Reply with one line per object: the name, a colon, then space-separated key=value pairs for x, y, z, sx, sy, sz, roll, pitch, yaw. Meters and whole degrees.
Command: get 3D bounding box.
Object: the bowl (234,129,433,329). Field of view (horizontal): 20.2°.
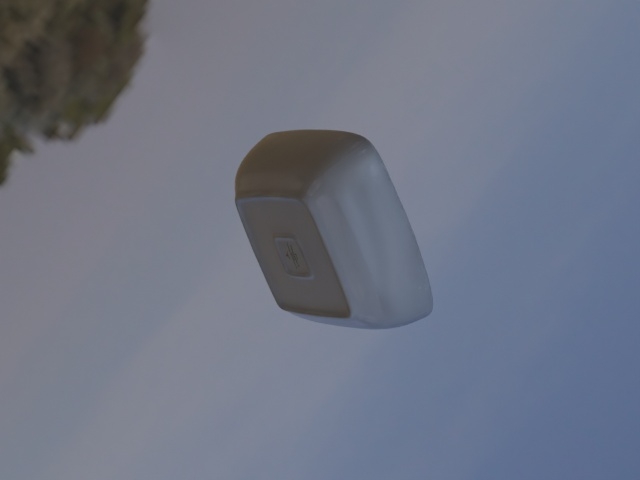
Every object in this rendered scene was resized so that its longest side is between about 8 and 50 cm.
bowl: x=0.000 y=0.000 z=1.204 sx=0.053 sy=0.142 sz=0.142 roll=-33 pitch=-159 yaw=-29
